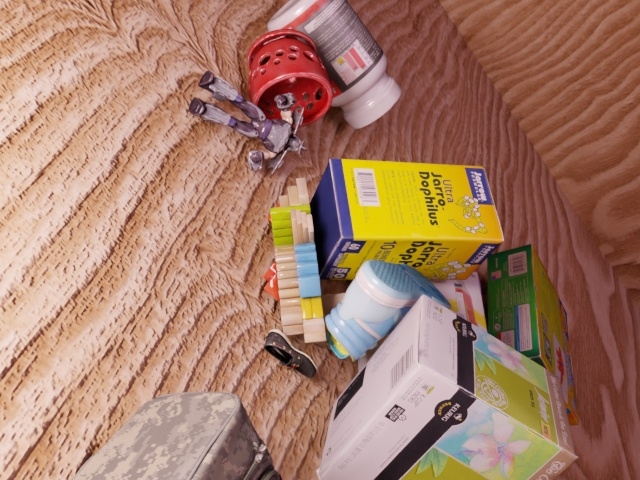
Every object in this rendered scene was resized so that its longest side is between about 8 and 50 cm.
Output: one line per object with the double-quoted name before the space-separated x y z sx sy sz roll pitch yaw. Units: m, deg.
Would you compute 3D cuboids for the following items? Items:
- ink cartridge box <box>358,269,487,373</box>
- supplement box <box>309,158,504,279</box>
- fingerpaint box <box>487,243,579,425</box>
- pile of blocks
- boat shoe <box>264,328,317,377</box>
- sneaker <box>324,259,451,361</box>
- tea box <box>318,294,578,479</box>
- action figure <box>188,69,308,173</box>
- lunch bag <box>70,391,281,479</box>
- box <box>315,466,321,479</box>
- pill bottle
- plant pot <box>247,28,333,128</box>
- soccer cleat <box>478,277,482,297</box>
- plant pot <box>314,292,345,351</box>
"ink cartridge box" 0.236 0.170 1.606 0.279 0.160 0.384 15 56 -26
"supplement box" 0.175 -0.039 1.467 0.356 0.194 0.195 1 61 -16
"fingerpaint box" 0.659 0.302 2.133 0.371 0.163 0.445 52 34 -34
"pile of blocks" -0.065 0.034 1.377 0.149 0.112 0.362 87 -5 -58
"boat shoe" -0.059 0.230 1.329 0.133 0.049 0.042 46 43 -22
"sneaker" 0.124 0.153 1.380 0.319 0.208 0.127 18 27 -51
"tea box" 0.225 0.343 1.252 0.323 0.329 0.220 30 29 -6
"action figure" -0.140 -0.250 1.463 0.285 0.099 0.185 24 83 -32
"lunch bag" -0.187 0.387 0.917 0.305 0.212 0.256 -54 130 -53
"box" 0.130 0.555 1.367 0.232 0.058 0.322 -17 84 -56
"pill bottle" 0.046 -0.489 1.805 0.363 0.210 0.210 49 36 -22
"plant pot" -0.079 -0.383 1.582 0.191 0.191 0.174 19 49 -47
"soccer cleat" 0.370 0.078 1.956 0.318 0.108 0.116 38 23 -39
"plant pot" 0.039 0.181 1.452 0.109 0.109 0.096 33 57 -39
